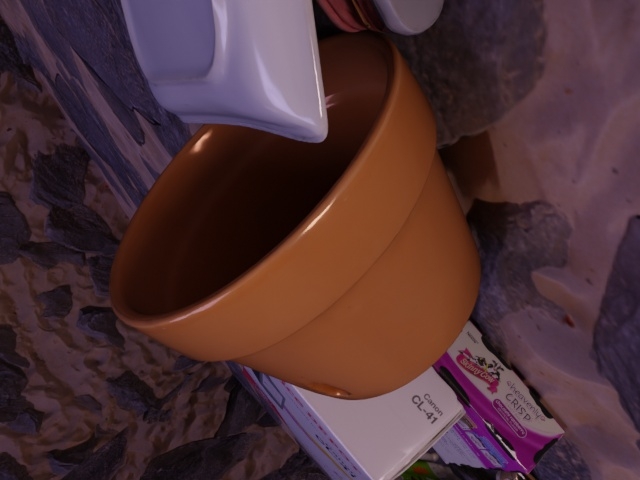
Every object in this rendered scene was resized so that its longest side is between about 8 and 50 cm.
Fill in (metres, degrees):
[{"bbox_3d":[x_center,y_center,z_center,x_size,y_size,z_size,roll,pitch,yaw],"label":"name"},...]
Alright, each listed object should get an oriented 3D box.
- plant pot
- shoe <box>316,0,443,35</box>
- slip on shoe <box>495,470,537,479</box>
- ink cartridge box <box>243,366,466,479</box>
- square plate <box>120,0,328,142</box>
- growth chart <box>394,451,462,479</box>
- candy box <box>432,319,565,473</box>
[{"bbox_3d":[0.000,0.000,0.527,0.203,0.290,0.291,44,167,-30],"label":"plant pot"},{"bbox_3d":[0.010,-0.208,0.381,0.081,0.063,0.177,21,148,51],"label":"shoe"},{"bbox_3d":[0.288,0.352,0.815,0.135,0.052,0.041,54,150,12],"label":"slip on shoe"},{"bbox_3d":[0.017,0.181,0.775,0.226,0.131,0.306,48,162,12],"label":"ink cartridge box"},{"bbox_3d":[-0.114,-0.249,0.457,0.344,0.049,0.346,24,127,60],"label":"square plate"},{"bbox_3d":[0.185,0.393,1.000,0.172,0.021,0.237,11,-175,-30],"label":"growth chart"},{"bbox_3d":[0.168,0.196,0.765,0.159,0.071,0.233,50,161,6],"label":"candy box"}]
